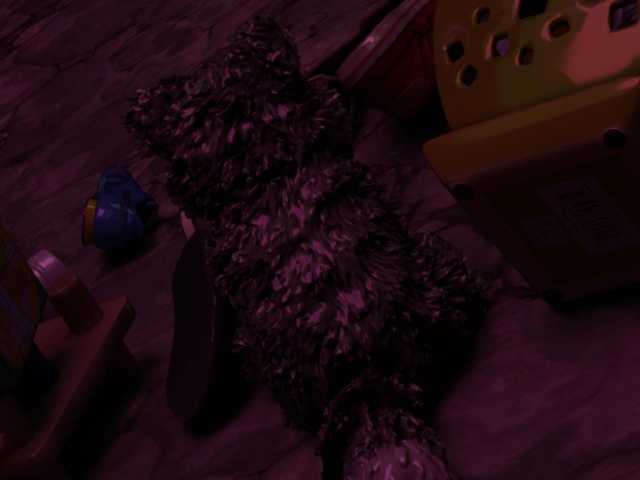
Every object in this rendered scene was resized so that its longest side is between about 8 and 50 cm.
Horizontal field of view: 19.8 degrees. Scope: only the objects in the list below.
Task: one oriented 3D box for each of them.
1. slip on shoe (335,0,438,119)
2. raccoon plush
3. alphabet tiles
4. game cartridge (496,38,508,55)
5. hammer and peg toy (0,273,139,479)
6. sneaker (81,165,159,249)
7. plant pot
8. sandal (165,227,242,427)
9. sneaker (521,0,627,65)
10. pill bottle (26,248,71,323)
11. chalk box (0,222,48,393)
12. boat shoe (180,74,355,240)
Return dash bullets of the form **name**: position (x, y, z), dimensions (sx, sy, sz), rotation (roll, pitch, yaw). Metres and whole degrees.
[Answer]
- **slip on shoe**: position (0.108, -0.210, 2.024), dimensions (0.123, 0.101, 0.331), rotation (-46, 2, 24)
- **raccoon plush**: position (0.000, 0.000, 1.455), dimensions (0.216, 0.299, 0.446), rotation (-34, 23, -5)
- **alphabet tiles**: position (0.066, -0.243, 2.122), dimensions (0.237, 0.009, 0.198), rotation (-40, -7, -16)
- **game cartridge**: position (0.221, -0.210, 1.971), dimensions (0.083, 0.017, 0.056), rotation (-8, 36, 45)
- **hammer and peg toy**: position (-0.326, 0.192, 1.717), dimensions (0.266, 0.127, 0.361), rotation (-19, 26, 26)
- **sneaker**: position (-0.228, -0.036, 2.159), dimensions (0.082, 0.069, 0.209), rotation (3, 16, 0)
- **plant pot**: position (0.222, -0.089, 1.441), dimensions (0.227, 0.228, 0.207), rotation (-16, 42, 34)
- **sandal**: position (-0.098, 0.076, 1.711), dimensions (0.097, 0.054, 0.254), rotation (-56, 21, 30)
- **sneaker**: position (0.243, -0.235, 1.841), dimensions (0.106, 0.123, 0.290), rotation (-18, 26, 15)
- **pill bottle**: position (-0.346, 0.088, 1.998), dimensions (0.169, 0.094, 0.094), rotation (-41, 24, -20)
- **chalk box**: position (-0.346, 0.078, 1.645), dimensions (0.132, 0.132, 0.213), rotation (-23, 25, 15)
- **boat shoe**: position (-0.049, -0.082, 1.939), dimensions (0.097, 0.116, 0.324), rotation (-23, 18, 30)
